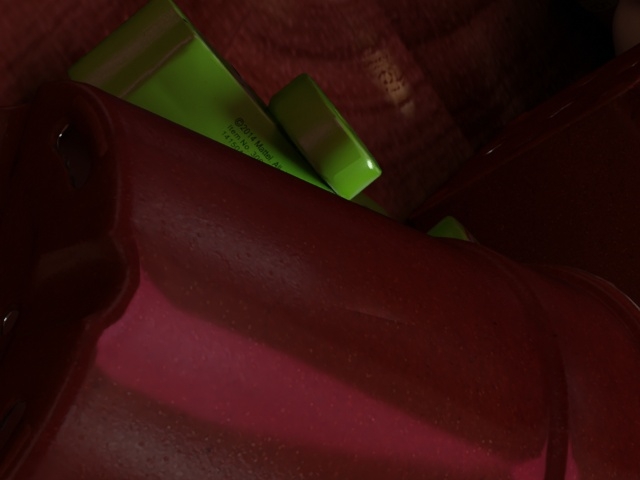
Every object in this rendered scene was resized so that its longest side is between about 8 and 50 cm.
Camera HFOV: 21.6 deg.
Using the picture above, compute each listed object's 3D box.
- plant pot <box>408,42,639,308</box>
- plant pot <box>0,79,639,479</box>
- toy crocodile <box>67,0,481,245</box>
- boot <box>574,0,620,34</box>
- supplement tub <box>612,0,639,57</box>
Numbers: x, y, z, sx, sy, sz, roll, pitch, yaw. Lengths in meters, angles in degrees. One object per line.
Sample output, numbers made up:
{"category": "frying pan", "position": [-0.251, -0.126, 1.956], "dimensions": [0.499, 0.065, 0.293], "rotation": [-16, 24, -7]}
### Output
{"category": "plant pot", "position": [0.215, 0.011, 1.051], "dimensions": [0.235, 0.267, 0.267], "rotation": [56, 37, -5]}
{"category": "plant pot", "position": [-0.039, 0.082, 0.673], "dimensions": [0.265, 0.272, 0.272], "rotation": [29, 54, -33]}
{"category": "toy crocodile", "position": [0.000, 0.000, 0.873], "dimensions": [0.340, 0.115, 0.105], "rotation": [42, 9, -35]}
{"category": "boot", "position": [0.287, -0.219, 1.381], "dimensions": [0.269, 0.089, 0.236], "rotation": [39, 60, -37]}
{"category": "supplement tub", "position": [0.343, -0.104, 1.215], "dimensions": [0.228, 0.228, 0.316], "rotation": [-51, 126, -50]}
